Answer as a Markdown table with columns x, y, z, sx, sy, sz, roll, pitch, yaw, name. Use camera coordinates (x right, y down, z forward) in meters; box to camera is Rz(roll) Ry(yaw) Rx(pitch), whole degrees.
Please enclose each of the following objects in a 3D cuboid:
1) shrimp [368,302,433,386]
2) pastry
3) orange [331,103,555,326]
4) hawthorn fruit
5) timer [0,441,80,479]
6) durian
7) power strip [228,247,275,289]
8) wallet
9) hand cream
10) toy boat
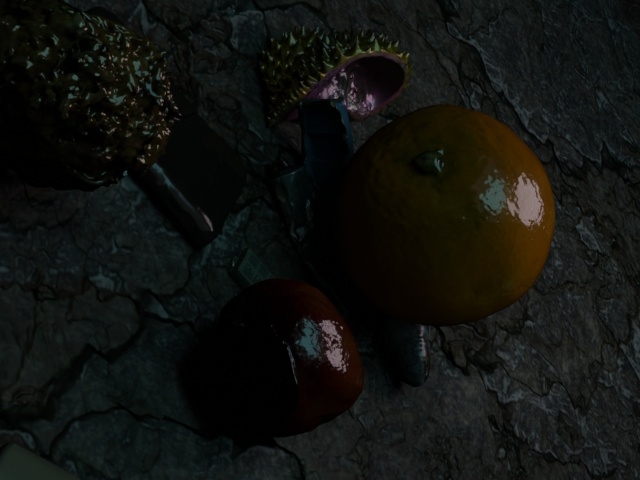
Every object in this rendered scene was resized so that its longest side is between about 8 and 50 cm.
| x | y | z | sx | sy | sz | roll | pitch | yaw | name |
| --- | --- | --- | --- | --- | --- | --- | --- | --- | --- |
| 0.117 | 0.102 | 1.795 | 0.090 | 0.079 | 0.233 | -8 | 65 | -15 | shrimp |
| -0.276 | -0.168 | 1.272 | 0.275 | 0.275 | 0.193 | 37 | 61 | -34 | pastry |
| 0.166 | -0.035 | 1.681 | 0.312 | 0.312 | 0.312 | 31 | 47 | -39 | orange |
| -0.031 | 0.153 | 1.479 | 0.251 | 0.189 | 0.189 | 33 | 45 | -48 | hawthorn fruit |
| -0.363 | 0.199 | 1.061 | 0.266 | 0.175 | 0.175 | 39 | 39 | -7 | timer |
| 0.036 | -0.261 | 1.851 | 0.260 | 0.186 | 0.154 | -2 | 76 | -67 | durian |
| -0.068 | 0.070 | 1.615 | 0.136 | 0.019 | 0.051 | 50 | 35 | -20 | power strip |
| -0.212 | -0.147 | 1.541 | 0.309 | 0.042 | 0.165 | 50 | 39 | -21 | wallet |
| 0.000 | 0.000 | 1.718 | 0.075 | 0.052 | 0.248 | -31 | 95 | -55 | hand cream |
| 0.005 | -0.116 | 1.757 | 0.077 | 0.075 | 0.185 | -47 | 136 | -55 | toy boat |
